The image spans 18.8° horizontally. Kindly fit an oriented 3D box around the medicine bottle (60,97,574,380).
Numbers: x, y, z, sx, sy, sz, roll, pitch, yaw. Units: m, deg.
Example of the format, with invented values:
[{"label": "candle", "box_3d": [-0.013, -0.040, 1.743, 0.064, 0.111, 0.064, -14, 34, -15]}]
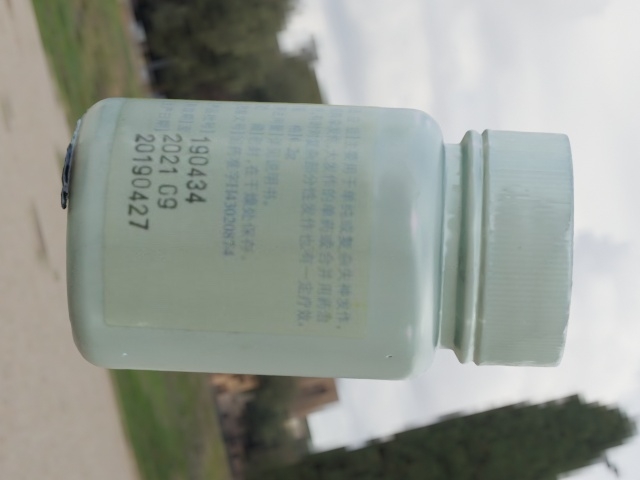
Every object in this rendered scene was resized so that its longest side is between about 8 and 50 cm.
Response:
[{"label": "medicine bottle", "box_3d": [0.000, 0.000, 0.330, 0.047, 0.083, 0.047, 2, 90, -88]}]
